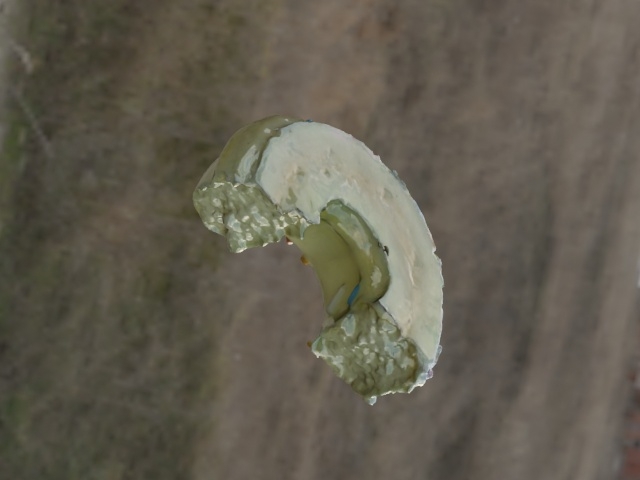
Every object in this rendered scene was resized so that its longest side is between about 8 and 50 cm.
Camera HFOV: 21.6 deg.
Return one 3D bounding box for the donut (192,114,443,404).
[{"bbox_3d":[0.003,-0.001,0.904,0.166,0.065,0.108,48,37,-19],"label":"donut"}]
